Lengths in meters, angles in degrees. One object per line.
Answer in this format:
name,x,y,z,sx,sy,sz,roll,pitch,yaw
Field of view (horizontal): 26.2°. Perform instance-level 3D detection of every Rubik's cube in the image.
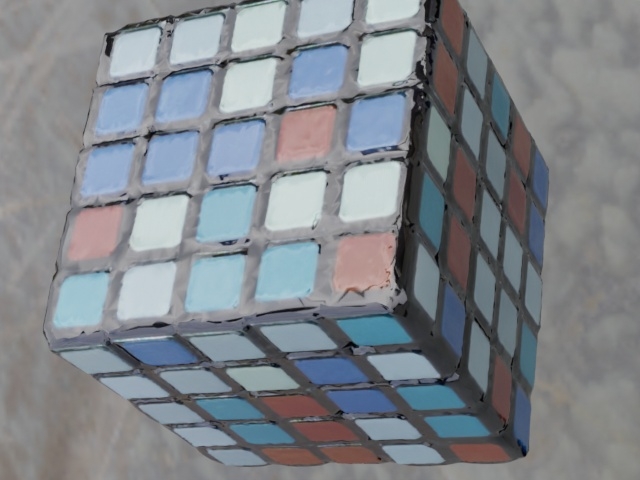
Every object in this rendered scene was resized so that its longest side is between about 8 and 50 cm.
Rubik's cube,0.000,0.000,0.683,0.182,0.187,0.184,-7,60,24
